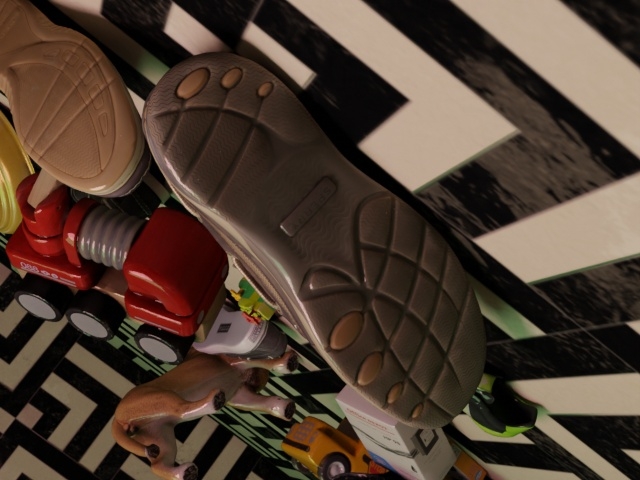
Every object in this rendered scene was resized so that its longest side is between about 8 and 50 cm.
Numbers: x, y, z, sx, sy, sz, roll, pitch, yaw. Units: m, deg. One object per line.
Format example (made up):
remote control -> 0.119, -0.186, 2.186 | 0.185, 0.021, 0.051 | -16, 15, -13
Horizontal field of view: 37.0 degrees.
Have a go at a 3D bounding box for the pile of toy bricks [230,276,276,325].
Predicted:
pile of toy bricks -> -0.041, 0.037, 0.916 | 0.118, 0.105, 0.212 | 44, 161, -24

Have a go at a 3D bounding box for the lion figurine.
lion figurine -> -0.190, 0.229, 1.407 | 0.240, 0.142, 0.392 | 6, -170, 35

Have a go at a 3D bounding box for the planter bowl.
planter bowl -> -0.469, -0.087, 1.272 | 0.217, 0.090, 0.217 | 30, 137, 34

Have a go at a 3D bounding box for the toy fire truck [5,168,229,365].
toy fire truck -> -0.200, -0.023, 0.942 | 0.217, 0.158, 0.246 | 18, 147, 11

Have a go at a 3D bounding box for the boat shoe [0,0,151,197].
boat shoe -> -0.214, -0.123, 0.815 | 0.285, 0.102, 0.092 | 40, -176, 37

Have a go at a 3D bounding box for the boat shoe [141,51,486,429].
boat shoe -> 0.000, 0.000, 0.752 | 0.355, 0.132, 0.130 | 52, 169, -18

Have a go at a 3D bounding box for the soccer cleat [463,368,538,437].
soccer cleat -> 0.134, 0.135, 0.938 | 0.179, 0.060, 0.072 | 32, 154, -10

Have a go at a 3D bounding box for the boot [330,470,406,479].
boot -> 0.147, 0.368, 1.256 | 0.247, 0.094, 0.207 | 18, -178, 30

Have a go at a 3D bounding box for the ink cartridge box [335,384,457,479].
ink cartridge box -> 0.089, 0.224, 1.190 | 0.104, 0.060, 0.180 | 17, 146, 45

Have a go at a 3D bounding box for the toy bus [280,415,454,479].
toy bus -> 0.102, 0.373, 1.471 | 0.333, 0.130, 0.108 | 42, 162, -19

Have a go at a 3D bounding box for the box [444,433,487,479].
box -> 0.168, 0.294, 1.319 | 0.136, 0.028, 0.081 | 46, 159, -23

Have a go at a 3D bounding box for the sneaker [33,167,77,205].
sneaker -> -0.333, -0.030, 1.337 | 0.272, 0.100, 0.108 | 36, 133, 18

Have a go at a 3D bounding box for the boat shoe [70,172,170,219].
boat shoe -> -0.263, -0.049, 1.155 | 0.084, 0.079, 0.233 | 43, 163, -25

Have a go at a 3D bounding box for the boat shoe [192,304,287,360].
boat shoe -> -0.113, 0.136, 1.367 | 0.076, 0.080, 0.228 | 31, 161, -23
